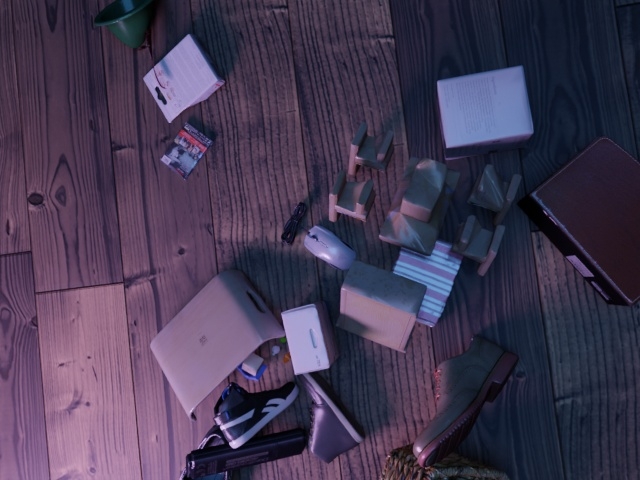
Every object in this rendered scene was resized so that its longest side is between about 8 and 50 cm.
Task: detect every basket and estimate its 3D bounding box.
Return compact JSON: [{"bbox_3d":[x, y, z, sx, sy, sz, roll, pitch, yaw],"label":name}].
[{"bbox_3d":[0.236,0.599,1.291,0.223,0.213,0.299,11,89,38],"label":"basket"}]

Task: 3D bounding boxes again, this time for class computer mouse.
[{"bbox_3d":[0.000,0.000,1.482,0.193,0.042,0.106,33,92,10],"label":"computer mouse"}]

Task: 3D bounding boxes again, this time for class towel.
[{"bbox_3d":[0.236,0.085,1.447,0.144,0.029,0.197,22,88,10],"label":"towel"}]

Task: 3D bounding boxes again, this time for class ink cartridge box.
[{"bbox_3d":[-0.344,-0.404,1.573,0.179,0.045,0.145,-35,82,25],"label":"ink cartridge box"},{"bbox_3d":[-0.018,0.213,1.399,0.082,0.190,0.140,-14,85,9],"label":"ink cartridge box"}]

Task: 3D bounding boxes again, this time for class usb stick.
[{"bbox_3d":[-0.164,0.480,1.412,0.278,0.045,0.077,-6,127,-23],"label":"usb stick"}]

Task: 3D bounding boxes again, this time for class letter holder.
[{"bbox_3d":[0.613,-0.044,1.327,0.214,0.152,0.302,-41,82,3],"label":"letter holder"}]

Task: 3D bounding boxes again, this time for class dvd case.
[{"bbox_3d":[-0.336,-0.225,1.566,0.087,0.013,0.119,37,92,10],"label":"dvd case"}]

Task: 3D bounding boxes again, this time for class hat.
[{"bbox_3d":[-0.457,-0.512,1.595,0.173,0.183,0.208,-1,45,28],"label":"hat"}]

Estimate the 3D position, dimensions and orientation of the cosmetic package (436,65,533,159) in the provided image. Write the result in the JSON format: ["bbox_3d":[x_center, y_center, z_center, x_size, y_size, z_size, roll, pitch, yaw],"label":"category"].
[{"bbox_3d":[0.358,-0.277,1.380,0.183,0.151,0.151,-8,85,10],"label":"cosmetic package"}]

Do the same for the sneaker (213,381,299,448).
[{"bbox_3d":[-0.148,0.354,1.411,0.121,0.217,0.079,56,138,0],"label":"sneaker"}]

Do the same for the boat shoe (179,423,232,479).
[{"bbox_3d":[-0.278,0.584,1.463,0.127,0.113,0.340,29,92,10],"label":"boat shoe"}]

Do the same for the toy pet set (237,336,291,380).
[{"bbox_3d":[-0.137,0.277,1.495,0.122,0.065,0.114,29,57,7],"label":"toy pet set"}]

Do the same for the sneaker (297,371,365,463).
[{"bbox_3d":[-0.009,0.404,1.442,0.118,0.083,0.222,-39,83,6],"label":"sneaker"}]

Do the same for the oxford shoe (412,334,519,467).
[{"bbox_3d":[0.282,0.332,1.320,0.130,0.348,0.123,34,137,25],"label":"oxford shoe"}]

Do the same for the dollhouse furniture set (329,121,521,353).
[{"bbox_3d":[0.187,0.009,1.373,0.362,0.256,0.394,20,66,9],"label":"dollhouse furniture set"}]

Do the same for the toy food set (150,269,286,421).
[{"bbox_3d":[-0.248,0.244,1.472,0.306,0.092,0.220,-45,57,9],"label":"toy food set"}]
